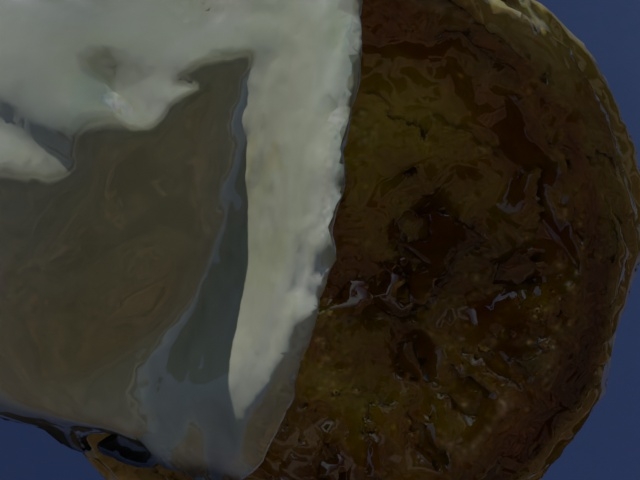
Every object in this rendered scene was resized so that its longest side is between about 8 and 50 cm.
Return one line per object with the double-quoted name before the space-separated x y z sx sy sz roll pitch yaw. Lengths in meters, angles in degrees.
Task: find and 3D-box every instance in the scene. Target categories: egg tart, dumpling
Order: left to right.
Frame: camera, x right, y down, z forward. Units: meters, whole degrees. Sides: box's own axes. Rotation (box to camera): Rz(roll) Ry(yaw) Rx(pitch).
"dumpling" -0.068 -0.048 0.580 0.227 0.243 0.175 -69 -18 8
"egg tart" 0.000 0.000 0.789 0.290 0.115 0.290 -2 -79 -12
